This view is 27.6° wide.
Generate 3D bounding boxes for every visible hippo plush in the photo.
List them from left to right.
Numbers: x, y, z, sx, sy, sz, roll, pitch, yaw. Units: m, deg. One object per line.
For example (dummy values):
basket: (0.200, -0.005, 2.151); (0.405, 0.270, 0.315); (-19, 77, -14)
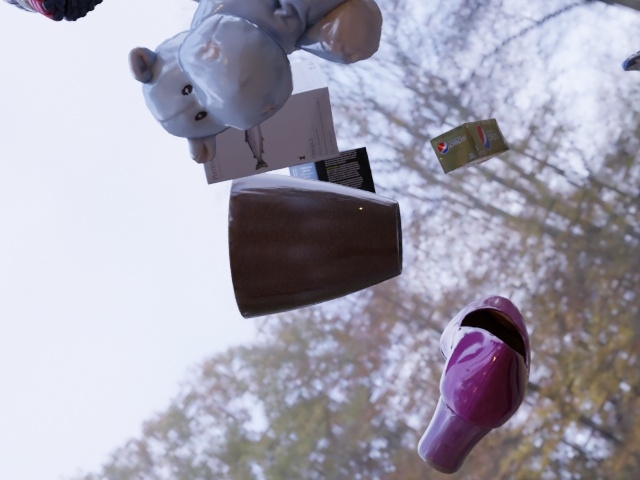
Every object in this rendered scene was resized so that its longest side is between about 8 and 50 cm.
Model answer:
hippo plush: (-0.106, -0.232, 1.383); (0.236, 0.294, 0.234); (-49, -60, -37)

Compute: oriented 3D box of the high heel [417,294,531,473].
high heel: (0.222, 0.120, 1.567); (0.181, 0.127, 0.377); (-62, -1, 29)

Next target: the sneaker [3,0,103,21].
sneaker: (-0.282, -0.374, 1.620); (0.299, 0.112, 0.121); (-41, -43, -43)

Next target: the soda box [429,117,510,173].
soda box: (0.229, -0.145, 1.974); (0.061, 0.058, 0.181); (-26, -2, 24)

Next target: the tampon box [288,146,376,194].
tampon box: (0.026, -0.067, 2.180); (0.101, 0.120, 0.161); (-13, -85, -23)

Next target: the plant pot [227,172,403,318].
plant pot: (0.000, 0.000, 1.870); (0.215, 0.230, 0.215); (-3, -90, -83)

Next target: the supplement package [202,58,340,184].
supplement package: (-0.076, -0.156, 1.701); (0.179, 0.105, 0.105); (-13, -58, -3)

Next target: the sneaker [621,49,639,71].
sneaker: (0.579, -0.297, 2.210); (0.135, 0.058, 0.052); (-8, -14, -9)
